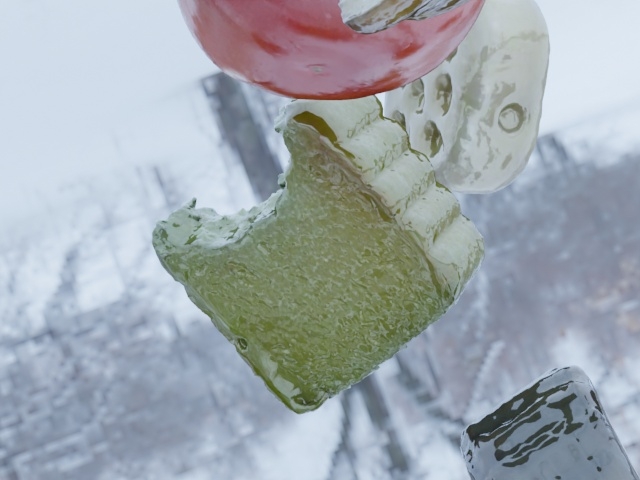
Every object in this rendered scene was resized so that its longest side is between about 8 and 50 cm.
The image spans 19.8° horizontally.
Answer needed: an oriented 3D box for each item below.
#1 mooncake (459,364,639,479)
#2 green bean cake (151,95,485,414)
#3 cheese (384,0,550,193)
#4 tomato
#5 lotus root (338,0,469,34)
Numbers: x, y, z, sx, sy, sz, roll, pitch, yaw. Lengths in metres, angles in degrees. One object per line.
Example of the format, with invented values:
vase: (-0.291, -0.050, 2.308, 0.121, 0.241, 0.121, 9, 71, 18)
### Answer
mooncake: (0.202, 0.221, 1.462, 0.124, 0.228, 0.228, -27, 179, 2)
green bean cake: (0.000, 0.000, 1.620, 0.236, 0.233, 0.124, -39, -176, 33)
cheese: (0.147, -0.148, 1.829, 0.117, 0.218, 0.235, 0, 164, -20)
tomato: (0.006, -0.205, 1.383, 0.259, 0.180, 0.260, 9, 155, 4)
lotus root: (0.076, -0.178, 1.032, 0.135, 0.095, 0.159, -46, -154, 28)
